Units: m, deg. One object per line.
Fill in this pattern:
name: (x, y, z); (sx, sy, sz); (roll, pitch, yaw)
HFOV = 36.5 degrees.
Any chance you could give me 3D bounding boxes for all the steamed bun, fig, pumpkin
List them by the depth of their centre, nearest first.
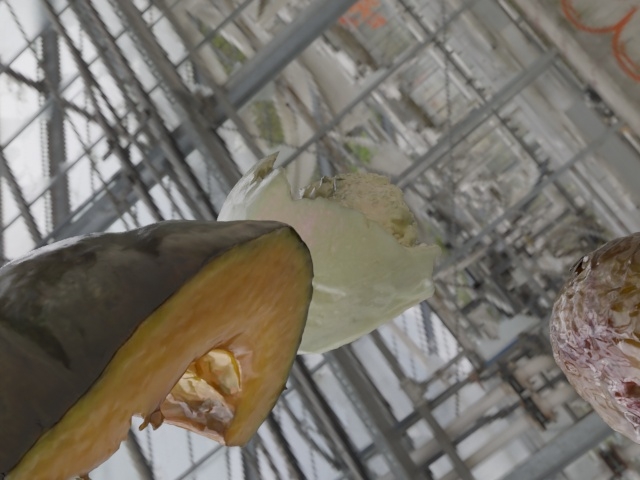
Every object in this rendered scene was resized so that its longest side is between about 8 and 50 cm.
pumpkin: (-0.104, 0.030, 0.476); (0.130, 0.149, 0.254); (29, -175, 22)
steamed bun: (0.000, 0.000, 0.824); (0.170, 0.200, 0.225); (67, 167, -3)
fig: (0.439, 0.065, 1.112); (0.286, 0.286, 0.368); (49, -127, -4)

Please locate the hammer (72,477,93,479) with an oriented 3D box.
hammer: (-0.174, 0.198, 0.786); (0.195, 0.060, 0.028); (39, -159, 2)
